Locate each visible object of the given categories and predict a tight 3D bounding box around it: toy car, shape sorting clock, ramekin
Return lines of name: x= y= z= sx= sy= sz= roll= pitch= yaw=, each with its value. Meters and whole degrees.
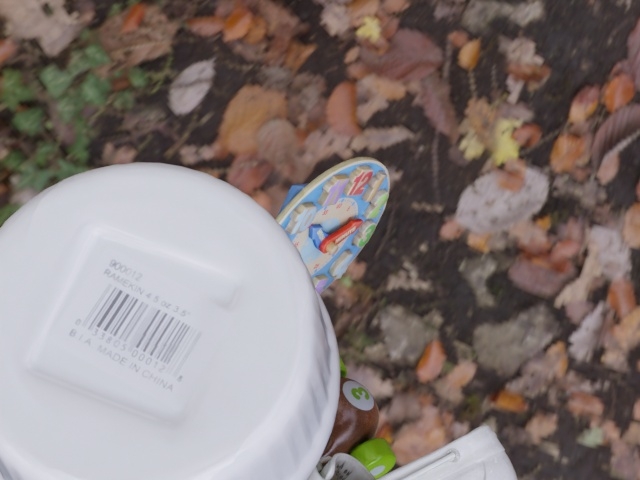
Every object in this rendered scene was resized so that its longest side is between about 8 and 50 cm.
toy car: x=-0.018 y=0.187 z=1.665 sx=0.149 sy=0.188 sz=0.155 roll=-29 pitch=59 yaw=-2
shape sorting clock: x=0.000 y=0.000 z=1.570 sx=0.040 sy=0.206 sz=0.206 roll=37 pitch=123 yaw=26
ramekin: x=-0.124 y=0.080 z=1.070 sx=0.277 sy=0.277 sz=0.135 roll=20 pitch=160 yaw=9

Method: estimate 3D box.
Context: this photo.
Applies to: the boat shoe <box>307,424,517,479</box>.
boat shoe: x=0.020 y=0.264 z=1.506 sx=0.367 sy=0.136 sz=0.156 roll=-24 pitch=79 yaw=25
